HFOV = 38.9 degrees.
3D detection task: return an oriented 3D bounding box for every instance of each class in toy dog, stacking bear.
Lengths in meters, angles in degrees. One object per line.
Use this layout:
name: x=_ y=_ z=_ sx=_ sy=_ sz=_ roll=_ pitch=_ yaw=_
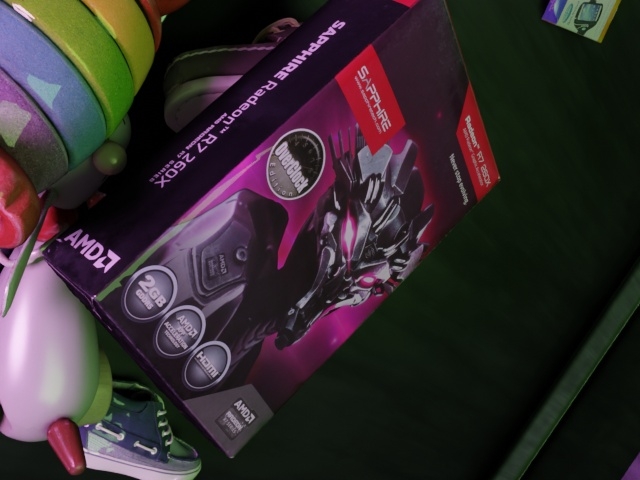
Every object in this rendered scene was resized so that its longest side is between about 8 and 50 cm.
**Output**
toy dog: x=-0.217 y=0.058 z=0.754 sx=0.220 sy=0.161 sz=0.334 roll=-23 pitch=133 yaw=-33
stacking bear: x=-0.182 y=-0.151 z=0.632 sx=0.289 sy=0.175 sz=0.164 roll=-53 pitch=-174 yaw=-23

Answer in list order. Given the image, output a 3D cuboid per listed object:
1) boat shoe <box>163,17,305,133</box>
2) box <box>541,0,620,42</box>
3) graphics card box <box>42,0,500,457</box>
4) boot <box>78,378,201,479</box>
boat shoe: x=-0.013 y=-0.153 z=0.858 sx=0.324 sy=0.097 sz=0.116 roll=-6 pitch=163 yaw=-39
box: x=0.334 y=-0.306 z=1.156 sx=0.136 sy=0.028 sz=0.081 roll=4 pitch=115 yaw=-45
graphics card box: x=-0.016 y=-0.026 z=0.757 sx=0.371 sy=0.094 sz=0.233 roll=-43 pitch=135 yaw=-16
boot: x=-0.182 y=0.206 z=0.974 sx=0.190 sy=0.069 sz=0.086 roll=27 pitch=100 yaw=-50
